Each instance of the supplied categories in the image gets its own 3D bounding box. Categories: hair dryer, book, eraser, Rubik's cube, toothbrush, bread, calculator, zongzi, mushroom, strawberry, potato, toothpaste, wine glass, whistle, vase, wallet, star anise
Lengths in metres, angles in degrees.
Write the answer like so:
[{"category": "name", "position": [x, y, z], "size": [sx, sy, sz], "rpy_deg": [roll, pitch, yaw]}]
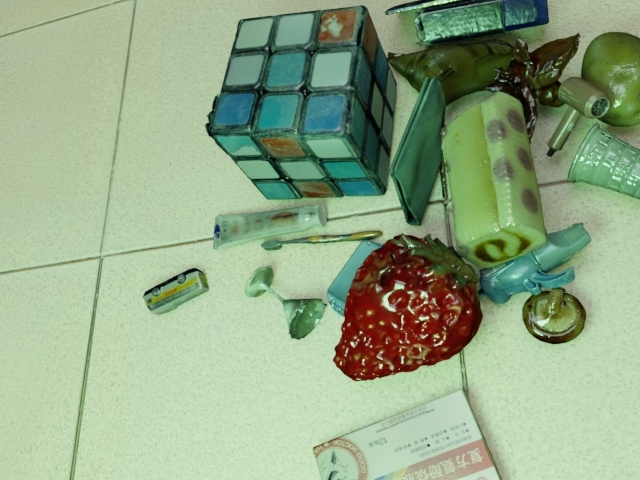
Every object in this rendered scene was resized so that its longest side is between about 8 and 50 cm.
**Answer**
[{"category": "hair dryer", "position": [0.560, -0.264, 1.429], "size": [0.117, 0.064, 0.182], "rpy_deg": [-115, 39, -53]}, {"category": "book", "position": [0.345, -0.645, 1.699], "size": [0.322, 0.228, 0.018], "rpy_deg": [-5, 111, 18]}, {"category": "eraser", "position": [0.410, -0.575, 1.648], "size": [0.332, 0.155, 0.102], "rpy_deg": [-5, 109, 19]}, {"category": "Rubik's cube", "position": [-0.019, -0.321, 1.589], "size": [0.358, 0.363, 0.362], "rpy_deg": [-2, 66, 22]}, {"category": "toothbrush", "position": [-0.001, -0.001, 1.624], "size": [0.321, 0.031, 0.023], "rpy_deg": [-7, 66, 18]}, {"category": "bread", "position": [0.371, -0.127, 1.375], "size": [0.187, 0.155, 0.338], "rpy_deg": [-28, 52, 42]}, {"category": "calculator", "position": [0.104, 0.091, 1.539], "size": [0.121, 0.039, 0.210], "rpy_deg": [31, 80, 28]}, {"category": "zongzi", "position": [0.342, -0.471, 1.674], "size": [0.260, 0.123, 0.289], "rpy_deg": [-22, 38, -5]}, {"category": "mushroom", "position": [0.487, 0.160, 1.338], "size": [0.127, 0.087, 0.127], "rpy_deg": [-10, 60, 17]}, {"category": "strawberry", "position": [0.174, 0.169, 1.361], "size": [0.345, 0.295, 0.317], "rpy_deg": [-56, 20, 18]}, {"category": "potato", "position": [0.685, -0.378, 1.465], "size": [0.174, 0.159, 0.251], "rpy_deg": [0, 55, -7]}, {"category": "toothpaste", "position": [-0.143, -0.042, 1.680], "size": [0.323, 0.066, 0.100], "rpy_deg": [-8, 70, 22]}, {"category": "wine glass", "position": [-0.091, 0.145, 1.552], "size": [0.183, 0.122, 0.122], "rpy_deg": [35, 83, 34]}, {"category": "whistle", "position": [0.455, 0.052, 1.380], "size": [0.269, 0.093, 0.180], "rpy_deg": [-30, 27, 16]}, {"category": "vase", "position": [0.701, -0.131, 1.362], "size": [0.299, 0.143, 0.143], "rpy_deg": [29, 80, 26]}, {"category": "wallet", "position": [0.233, -0.194, 1.476], "size": [0.054, 0.290, 0.251], "rpy_deg": [15, 74, 19]}, {"category": "star anise", "position": [0.494, -0.328, 1.508], "size": [0.148, 0.237, 0.346], "rpy_deg": [31, 102, 56]}]

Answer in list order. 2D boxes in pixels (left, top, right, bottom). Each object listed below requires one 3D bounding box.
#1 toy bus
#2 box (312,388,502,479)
[{"category": "toy bus", "position": [-0.383, 0.137, 1.693], "size": [0.172, 0.057, 0.072], "rpy_deg": [-27, 70, 8]}, {"category": "box", "position": [0.177, 0.477, 1.331], "size": [0.353, 0.069, 0.214], "rpy_deg": [-25, 61, 11]}]
